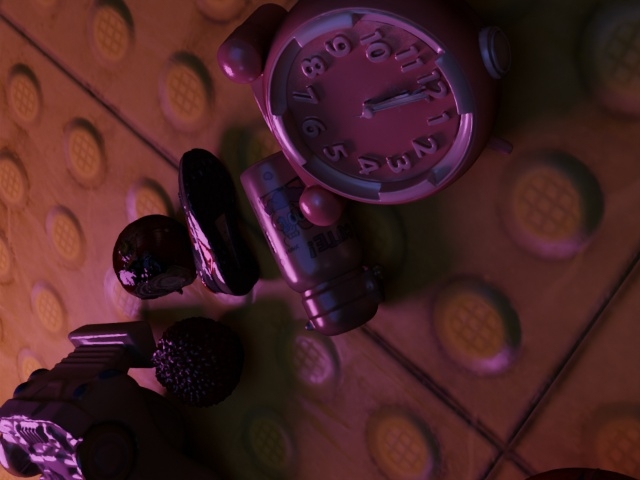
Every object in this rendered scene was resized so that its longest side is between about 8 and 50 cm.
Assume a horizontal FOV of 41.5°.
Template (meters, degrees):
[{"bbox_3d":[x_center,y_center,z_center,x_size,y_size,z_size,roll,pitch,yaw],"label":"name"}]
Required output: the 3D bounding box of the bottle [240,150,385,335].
[{"bbox_3d":[0.000,0.000,0.938,0.110,0.097,0.209,-25,88,15],"label":"bottle"}]

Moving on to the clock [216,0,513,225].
[{"bbox_3d":[0.064,-0.151,0.801,0.241,0.142,0.227,-13,120,34],"label":"clock"}]

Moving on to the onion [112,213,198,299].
[{"bbox_3d":[-0.221,0.019,1.128,0.117,0.118,0.118,-24,88,15],"label":"onion"}]

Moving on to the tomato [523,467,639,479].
[{"bbox_3d":[0.235,0.371,0.737,0.341,0.273,0.341,-42,32,34],"label":"tomato"}]

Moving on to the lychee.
[{"bbox_3d":[-0.161,0.155,1.107,0.123,0.123,0.129,5,142,40],"label":"lychee"}]

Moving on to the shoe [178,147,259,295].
[{"bbox_3d":[-0.145,-0.018,1.072,0.077,0.074,0.194,-16,95,47],"label":"shoe"}]

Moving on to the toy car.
[{"bbox_3d":[-0.276,0.305,1.218,0.242,0.226,0.336,-8,124,41],"label":"toy car"}]
